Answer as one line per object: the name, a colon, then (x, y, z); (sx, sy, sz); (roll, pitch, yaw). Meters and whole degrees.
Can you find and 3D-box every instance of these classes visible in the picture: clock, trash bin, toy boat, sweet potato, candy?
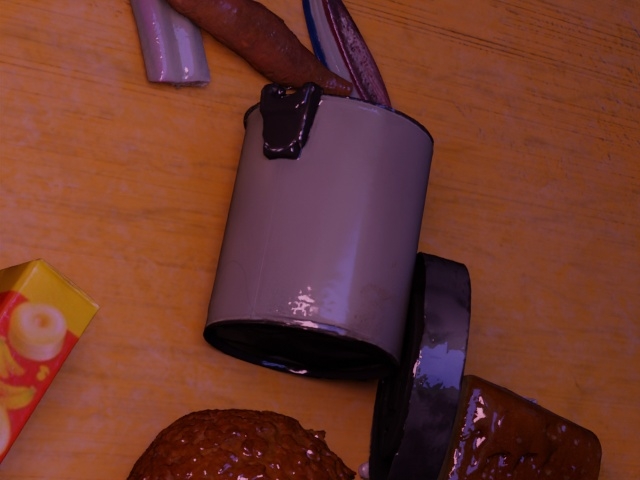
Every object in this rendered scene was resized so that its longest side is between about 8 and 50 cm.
clock: (0.108, 0.152, 1.543); (0.055, 0.280, 0.280); (11, 72, -4)
trash bin: (0.000, 0.000, 1.535); (0.277, 0.217, 0.262); (38, 57, -54)
toy boat: (0.037, -0.216, 1.714); (0.080, 0.046, 0.229); (-29, 99, -32)
sweet potato: (-0.081, -0.245, 1.602); (0.314, 0.066, 0.072); (34, 46, -40)
candy: (-0.336, 0.153, 1.318); (0.088, 0.146, 0.276); (41, 59, -23)

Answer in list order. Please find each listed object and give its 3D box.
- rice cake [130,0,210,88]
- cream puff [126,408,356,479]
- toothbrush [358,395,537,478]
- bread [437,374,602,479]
rice cake: (-0.183, -0.278, 1.574); (0.080, 0.042, 0.222); (-11, 86, -41)
cream puff: (-0.070, 0.320, 1.425); (0.303, 0.212, 0.303); (4, 83, -34)
toothbrush: (0.162, 0.239, 1.714); (0.288, 0.024, 0.021); (-16, 93, -36)
bread: (0.222, 0.280, 1.676); (0.234, 0.110, 0.184); (26, 76, -32)
